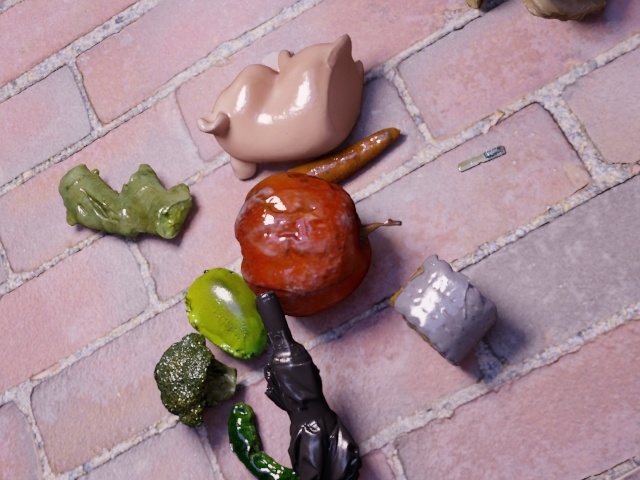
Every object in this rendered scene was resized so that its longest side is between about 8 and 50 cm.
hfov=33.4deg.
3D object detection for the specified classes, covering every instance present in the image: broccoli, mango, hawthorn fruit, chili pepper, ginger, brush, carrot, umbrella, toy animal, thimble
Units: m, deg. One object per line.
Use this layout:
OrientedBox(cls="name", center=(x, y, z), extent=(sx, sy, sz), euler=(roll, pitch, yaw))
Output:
OrientedBox(cls="broccoli", center=(-0.215, 0.238, 1.797), extent=(0.146, 0.137, 0.162), euler=(-104, 31, -57))
OrientedBox(cls="mango", center=(-0.155, 0.127, 1.829), extent=(0.119, 0.100, 0.178), euler=(-46, 69, 18))
OrientedBox(cls="hawthorn fruit", center=(0.000, 0.000, 1.743), extent=(0.271, 0.242, 0.242), euler=(-6, 71, 12))
OrientedBox(cls="chili pepper", center=(-0.101, 0.349, 1.759), extent=(0.073, 0.050, 0.182), euler=(-47, 61, 5))
OrientedBox(cls="ginger", center=(-0.366, -0.075, 1.985), extent=(0.289, 0.089, 0.137), euler=(2, 92, 26))
OrientedBox(cls="brush", center=(0.271, -0.140, 1.805), extent=(0.083, 0.013, 0.016), euler=(-23, 68, 14))
OrientedBox(cls="carrot", center=(0.048, -0.144, 1.869), extent=(0.209, 0.061, 0.061), euler=(-27, 65, 6))
OrientedBox(cls="umbrella", center=(-0.028, 0.240, 1.669), extent=(0.118, 0.118, 0.340), euler=(-17, 96, 15))
OrientedBox(cls="toy animal", center=(-0.065, -0.242, 1.868), extent=(0.256, 0.195, 0.213), euler=(-6, 63, 22))
OrientedBox(cls="thimble", center=(0.197, 0.109, 1.687), extent=(0.118, 0.127, 0.151), euler=(-47, 64, -1))

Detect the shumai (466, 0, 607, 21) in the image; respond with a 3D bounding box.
OrientedBox(cls="shumai", center=(0.360, -0.504, 1.825), extent=(0.314, 0.267, 0.262), euler=(-44, 27, -28))
